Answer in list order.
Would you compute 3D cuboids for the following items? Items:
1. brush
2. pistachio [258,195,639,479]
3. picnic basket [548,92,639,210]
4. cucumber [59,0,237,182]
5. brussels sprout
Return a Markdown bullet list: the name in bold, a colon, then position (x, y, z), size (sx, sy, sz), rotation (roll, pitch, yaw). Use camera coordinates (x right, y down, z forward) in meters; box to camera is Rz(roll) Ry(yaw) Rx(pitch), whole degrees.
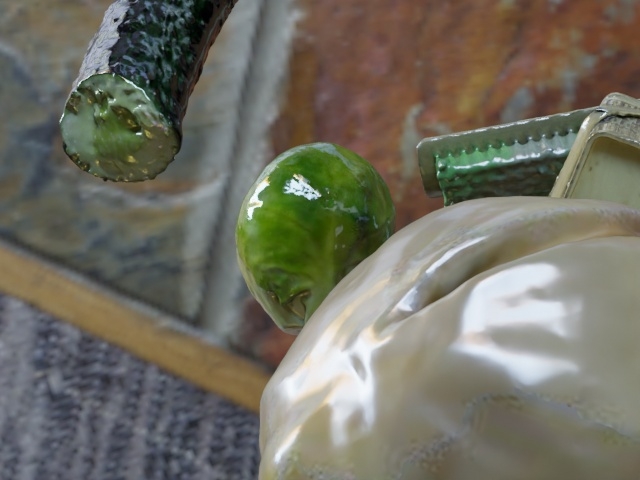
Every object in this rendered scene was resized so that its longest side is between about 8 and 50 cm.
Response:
- **brush**: position (0.210, -0.069, 1.334), size (0.282, 0.048, 0.054), rotation (-11, 133, 5)
- **pistachio**: position (0.066, 0.048, 0.536), size (0.124, 0.185, 0.124), rotation (-5, 84, 58)
- **picnic basket**: position (0.222, -0.008, 1.162), size (0.164, 0.079, 0.115), rotation (23, 113, 4)
- **cucumber**: position (-0.067, -0.104, 0.869), size (0.058, 0.215, 0.052), rotation (14, 127, 4)
- **brussels sprout**: position (-0.005, 0.000, 1.773), size (0.144, 0.161, 0.181), rotation (1, 71, 22)
